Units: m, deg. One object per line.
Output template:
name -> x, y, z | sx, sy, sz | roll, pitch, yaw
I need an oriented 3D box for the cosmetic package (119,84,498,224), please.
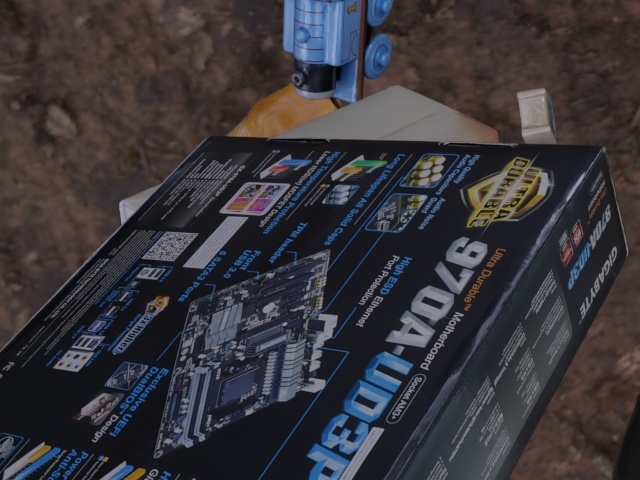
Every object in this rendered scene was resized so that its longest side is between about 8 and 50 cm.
cosmetic package -> 0.000, 0.000, 0.974 | 0.129, 0.296, 0.153 | 31, 136, 40

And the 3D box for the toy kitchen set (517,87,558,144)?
toy kitchen set -> 0.250, -0.119, 1.764 | 0.207, 0.122, 0.166 | -9, 77, 17

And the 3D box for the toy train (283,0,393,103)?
toy train -> 0.011, -0.203, 1.028 | 0.080, 0.105, 0.184 | 24, 126, 30

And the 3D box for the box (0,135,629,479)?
box -> -0.022, 0.046, 0.385 | 0.175, 0.220, 0.051 | 4, 131, 35

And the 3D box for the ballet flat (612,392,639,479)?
ballet flat -> 0.248, 0.077, 0.685 | 0.095, 0.280, 0.096 | -19, 83, 45

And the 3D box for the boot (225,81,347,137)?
boot -> -0.001, -0.083, 1.738 | 0.211, 0.104, 0.295 | -32, 99, 18
